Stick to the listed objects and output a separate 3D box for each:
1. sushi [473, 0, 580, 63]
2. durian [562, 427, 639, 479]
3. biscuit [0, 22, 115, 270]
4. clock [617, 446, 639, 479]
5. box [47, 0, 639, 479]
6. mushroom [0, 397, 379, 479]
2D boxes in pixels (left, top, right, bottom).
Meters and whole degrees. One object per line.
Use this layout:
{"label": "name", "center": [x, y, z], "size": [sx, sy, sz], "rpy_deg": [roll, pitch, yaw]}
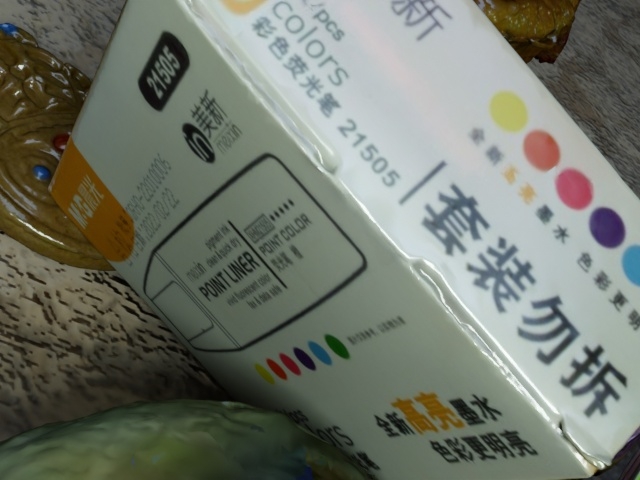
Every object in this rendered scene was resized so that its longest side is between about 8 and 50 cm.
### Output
{"label": "sushi", "center": [0.103, -0.196, 0.864], "size": [0.296, 0.179, 0.167], "rpy_deg": [-30, 88, -45]}
{"label": "durian", "center": [0.128, 0.057, 0.629], "size": [0.260, 0.154, 0.186], "rpy_deg": [51, 44, -30]}
{"label": "biscuit", "center": [-0.151, -0.057, 0.585], "size": [0.175, 0.026, 0.124], "rpy_deg": [52, 35, 13]}
{"label": "clock", "center": [0.204, 0.235, 0.466], "size": [0.235, 0.166, 0.309], "rpy_deg": [31, 35, 18]}
{"label": "box", "center": [0.000, 0.000, 0.446], "size": [0.091, 0.274, 0.221], "rpy_deg": [-42, 91, -24]}
{"label": "mushroom", "center": [-0.049, 0.174, 0.337], "size": [0.247, 0.130, 0.344], "rpy_deg": [29, 37, 1]}
